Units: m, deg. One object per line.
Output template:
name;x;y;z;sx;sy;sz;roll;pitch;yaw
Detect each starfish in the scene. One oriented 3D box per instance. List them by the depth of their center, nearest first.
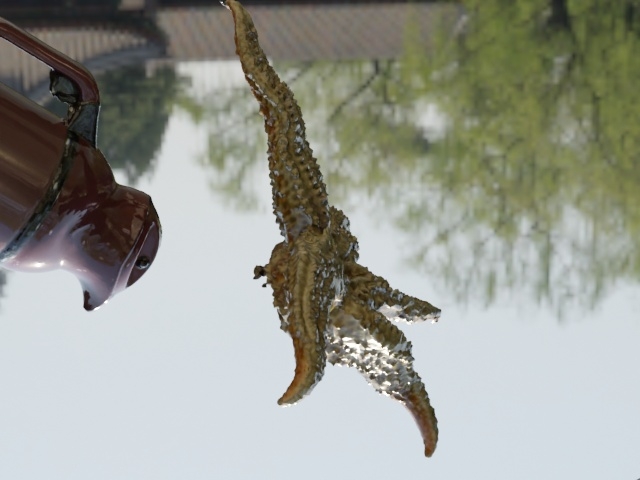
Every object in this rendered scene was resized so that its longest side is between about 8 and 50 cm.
starfish;0.007;0.017;0.981;0.084;0.302;0.293;-25;151;13

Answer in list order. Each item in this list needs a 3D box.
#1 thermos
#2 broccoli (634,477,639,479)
thermos;-0.242;-0.076;0.876;0.330;0.136;0.109;32;159;-24
broccoli;0.325;0.199;0.958;0.243;0.263;0.247;-22;138;32
